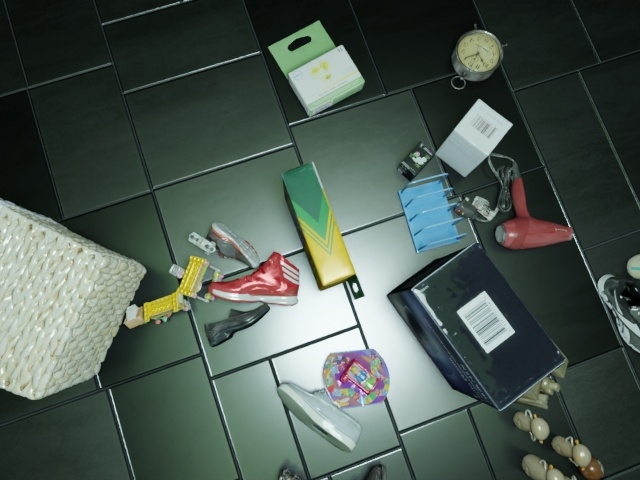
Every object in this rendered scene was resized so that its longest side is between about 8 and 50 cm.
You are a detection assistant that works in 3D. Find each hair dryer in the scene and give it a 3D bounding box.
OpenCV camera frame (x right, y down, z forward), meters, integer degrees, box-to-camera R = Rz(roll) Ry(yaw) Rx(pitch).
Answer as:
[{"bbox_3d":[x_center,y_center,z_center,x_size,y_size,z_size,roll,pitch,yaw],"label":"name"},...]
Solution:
[{"bbox_3d":[0.519,-0.083,1.279,0.293,0.080,0.223,38,80,4],"label":"hair dryer"}]

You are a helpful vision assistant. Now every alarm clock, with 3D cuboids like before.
[{"bbox_3d":[0.413,-0.486,1.350,0.129,0.064,0.192,35,78,3],"label":"alarm clock"}]

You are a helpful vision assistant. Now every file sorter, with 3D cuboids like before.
[{"bbox_3d":[0.285,-0.071,1.254,0.118,0.104,0.170,-15,81,-6],"label":"file sorter"}]

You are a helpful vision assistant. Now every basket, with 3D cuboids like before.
[{"bbox_3d":[-0.594,0.128,1.069,0.266,0.331,0.328,23,81,-1],"label":"basket"}]

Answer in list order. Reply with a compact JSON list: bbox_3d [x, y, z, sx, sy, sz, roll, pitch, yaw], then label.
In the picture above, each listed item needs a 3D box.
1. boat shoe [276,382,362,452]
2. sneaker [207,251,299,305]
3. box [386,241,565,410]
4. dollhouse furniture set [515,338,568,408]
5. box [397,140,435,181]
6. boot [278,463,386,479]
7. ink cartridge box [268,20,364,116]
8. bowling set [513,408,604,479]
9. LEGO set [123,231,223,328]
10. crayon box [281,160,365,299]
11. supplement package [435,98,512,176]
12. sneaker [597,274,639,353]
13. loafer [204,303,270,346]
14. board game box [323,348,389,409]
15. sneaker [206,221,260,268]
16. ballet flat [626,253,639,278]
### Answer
[{"bbox_3d":[0.001,0.404,1.184,0.227,0.079,0.081,38,54,4],"label":"boat shoe"},{"bbox_3d":[-0.156,0.084,1.206,0.221,0.087,0.128,7,92,-17],"label":"sneaker"},{"bbox_3d":[0.322,0.189,1.116,0.182,0.294,0.296,-35,84,-6],"label":"box"},{"bbox_3d":[0.502,0.319,1.220,0.144,0.123,0.151,43,62,-28],"label":"dollhouse furniture set"},{"bbox_3d":[0.249,-0.206,1.296,0.052,0.062,0.083,43,82,6],"label":"box"},{"bbox_3d":[0.007,0.591,1.138,0.229,0.091,0.263,30,83,2],"label":"boot"},{"bbox_3d":[-0.014,-0.474,1.335,0.171,0.056,0.235,-30,85,-6],"label":"ink cartridge box"},{"bbox_3d":[0.576,0.527,1.142,0.199,0.154,0.287,-8,81,-4],"label":"bowling set"},{"bbox_3d":[-0.336,0.128,1.213,0.132,0.107,0.287,38,88,29],"label":"LEGO set"},{"bbox_3d":[0.000,0.000,1.179,0.083,0.203,0.323,-21,82,-5],"label":"crayon box"},{"bbox_3d":[0.380,-0.252,1.250,0.105,0.179,0.105,38,81,4],"label":"supplement package"},{"bbox_3d":[0.787,0.189,1.232,0.078,0.106,0.234,-27,83,-6],"label":"sneaker"},{"bbox_3d":[-0.205,0.193,1.211,0.170,0.062,0.061,-29,78,-8],"label":"loafer"},{"bbox_3d":[0.092,0.327,1.188,0.168,0.033,0.133,-3,67,-15],"label":"board game box"},{"bbox_3d":[-0.221,0.023,1.250,0.158,0.061,0.065,42,108,5],"label":"sneaker"},{"bbox_3d":[0.921,0.058,1.273,0.248,0.086,0.086,-11,81,-5],"label":"ballet flat"}]
